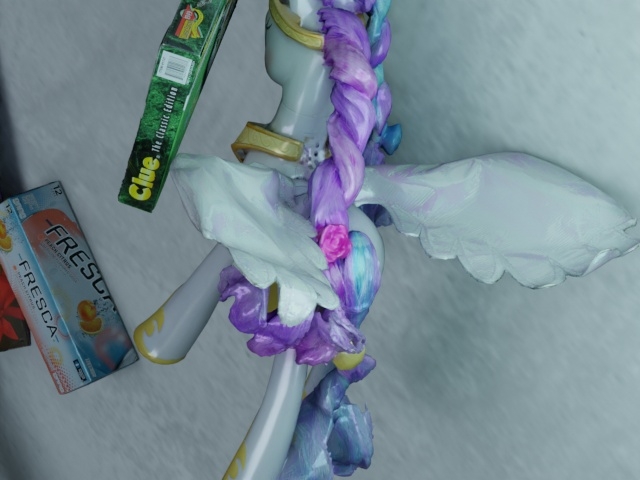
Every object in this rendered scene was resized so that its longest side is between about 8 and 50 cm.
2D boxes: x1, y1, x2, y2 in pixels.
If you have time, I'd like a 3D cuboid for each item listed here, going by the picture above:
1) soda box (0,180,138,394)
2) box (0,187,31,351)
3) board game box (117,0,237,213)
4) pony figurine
[{"bbox_3d":[-0.237,0.043,1.724,0.063,0.058,0.183,-25,90,50],"label":"soda box"},{"bbox_3d":[-0.394,-0.025,1.758,0.057,0.201,0.293,-123,23,-73],"label":"box"},{"bbox_3d":[-0.078,-0.149,1.275,0.030,0.259,0.136,21,130,-4],"label":"board game box"},{"bbox_3d":[0.000,0.000,1.293,0.351,0.303,0.363,54,136,48],"label":"pony figurine"}]
